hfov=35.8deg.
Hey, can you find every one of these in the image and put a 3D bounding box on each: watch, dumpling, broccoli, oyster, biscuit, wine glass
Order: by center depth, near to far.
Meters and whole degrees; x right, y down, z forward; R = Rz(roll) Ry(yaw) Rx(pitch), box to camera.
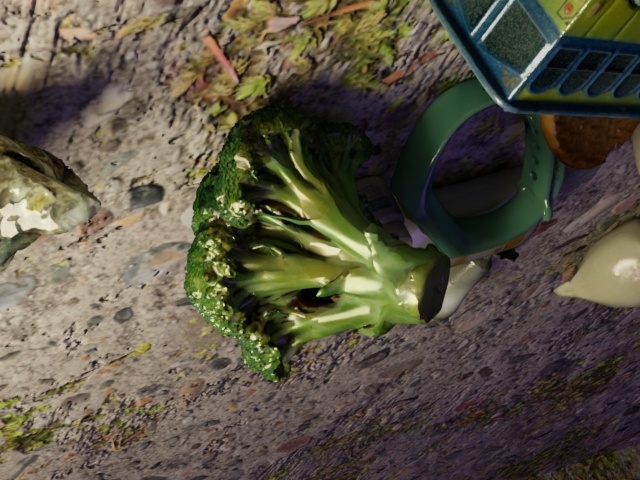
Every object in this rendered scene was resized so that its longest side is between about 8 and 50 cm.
[{"bbox_3d":[-0.331,0.001,0.788,0.350,0.158,0.162,-18,-170,14],"label":"oyster"},{"bbox_3d":[0.000,0.000,0.946,0.254,0.269,0.269,-57,162,-21],"label":"broccoli"},{"bbox_3d":[0.296,-0.149,1.073,0.224,0.033,0.145,-10,116,-43],"label":"biscuit"},{"bbox_3d":[0.181,-0.076,1.102,0.195,0.068,0.237,-41,137,4],"label":"watch"},{"bbox_3d":[0.203,0.045,1.391,0.072,0.072,0.155,2,142,-42],"label":"wine glass"},{"bbox_3d":[0.500,0.035,1.581,0.252,0.132,0.179,-31,179,31],"label":"dumpling"}]

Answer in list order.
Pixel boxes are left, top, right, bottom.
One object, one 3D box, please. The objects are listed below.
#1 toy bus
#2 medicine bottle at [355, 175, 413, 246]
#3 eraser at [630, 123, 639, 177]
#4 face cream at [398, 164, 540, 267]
[{"bbox_3d":[0.275,-0.217,0.882,0.312,0.152,0.190,-4,144,-37],"label":"toy bus"},{"bbox_3d":[0.066,-0.026,1.121,0.052,0.089,0.052,-20,154,-10],"label":"medicine bottle"},{"bbox_3d":[0.445,-0.182,1.075,0.094,0.174,0.270,16,142,-6],"label":"eraser"},{"bbox_3d":[0.140,-0.011,1.231,0.291,0.071,0.144,-15,144,-19],"label":"face cream"}]
